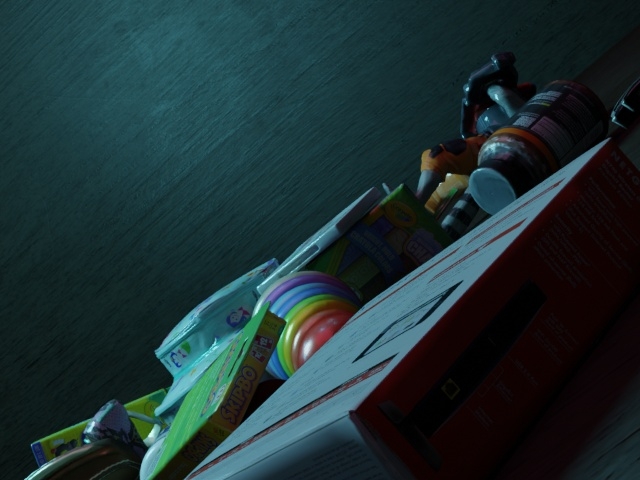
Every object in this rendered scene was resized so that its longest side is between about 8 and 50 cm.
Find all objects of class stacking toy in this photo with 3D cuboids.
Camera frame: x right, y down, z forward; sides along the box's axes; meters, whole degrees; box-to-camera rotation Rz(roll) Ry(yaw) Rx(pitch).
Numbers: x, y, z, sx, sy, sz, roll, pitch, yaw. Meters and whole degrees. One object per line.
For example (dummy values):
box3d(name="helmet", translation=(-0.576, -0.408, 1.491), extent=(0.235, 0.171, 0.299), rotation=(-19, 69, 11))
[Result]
box3d(name="stacking toy", translation=(0.002, 0.111, 1.247), extent=(0.141, 0.141, 0.330), rotation=(-41, 5, -3))

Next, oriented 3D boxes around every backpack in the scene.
box3d(name="backpack", translation=(-0.099, 0.158, 1.520), extent=(0.225, 0.191, 0.253), rotation=(-39, 7, 36))

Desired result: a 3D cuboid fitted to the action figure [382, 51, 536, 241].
box3d(name="action figure", translation=(0.254, -0.101, 1.769), extent=(0.330, 0.178, 0.341), rotation=(-34, -27, -5))

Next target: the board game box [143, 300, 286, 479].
box3d(name="board game box", translation=(-0.103, 0.158, 1.110), extent=(0.124, 0.039, 0.259), rotation=(-65, 6, -35))

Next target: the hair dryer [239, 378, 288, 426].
box3d(name="hair dryer", translation=(-0.079, 0.233, 1.106), extent=(0.224, 0.080, 0.293), rotation=(-63, 7, -25))

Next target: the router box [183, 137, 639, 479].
box3d(name="router box", translation=(0.053, 0.101, 0.818), extent=(0.301, 0.082, 0.335), rotation=(-41, 1, -36))

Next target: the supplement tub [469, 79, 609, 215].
box3d(name="supplement tub", translation=(0.264, -0.109, 1.445), extent=(0.198, 0.106, 0.106), rotation=(-41, 1, -33))

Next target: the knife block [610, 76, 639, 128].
box3d(name="knife block", translation=(0.365, -0.175, 0.940), extent=(0.275, 0.088, 0.242), rotation=(-42, 2, -29))

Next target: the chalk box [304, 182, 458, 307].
box3d(name="chalk box", translation=(0.103, 0.013, 1.515), extent=(0.213, 0.132, 0.132), rotation=(-40, 0, 3))

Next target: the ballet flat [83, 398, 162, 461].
box3d(name="ballet flat", translation=(-0.221, 0.268, 1.486), extent=(0.079, 0.077, 0.221), rotation=(-54, -36, -19))

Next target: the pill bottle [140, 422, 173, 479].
box3d(name="pill bottle", translation=(-0.153, 0.260, 1.330), extent=(0.094, 0.094, 0.169), rotation=(-41, 1, -1))

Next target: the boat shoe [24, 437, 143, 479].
box3d(name="boat shoe", translation=(-0.325, 0.368, 1.365), extent=(0.324, 0.120, 0.122), rotation=(-43, -33, 6))

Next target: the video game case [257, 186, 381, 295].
box3d(name="video game case", translation=(0.000, 0.000, 1.475), extent=(0.143, 0.019, 0.157), rotation=(-39, 2, 28))

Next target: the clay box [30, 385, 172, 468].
box3d(name="clay box", translation=(-0.264, 0.290, 1.596), extent=(0.222, 0.127, 0.053), rotation=(-22, -2, -7))
